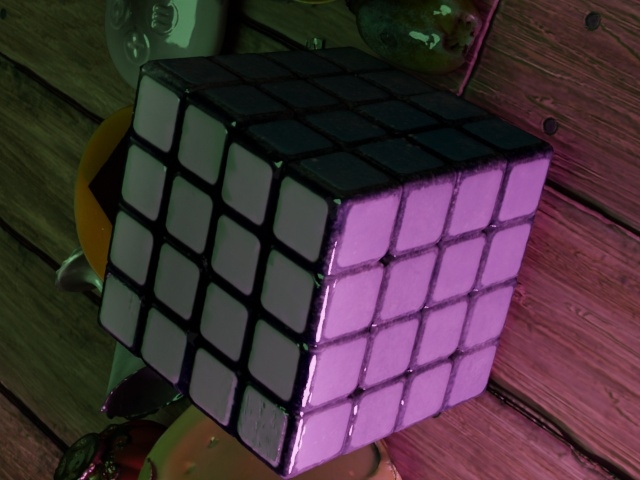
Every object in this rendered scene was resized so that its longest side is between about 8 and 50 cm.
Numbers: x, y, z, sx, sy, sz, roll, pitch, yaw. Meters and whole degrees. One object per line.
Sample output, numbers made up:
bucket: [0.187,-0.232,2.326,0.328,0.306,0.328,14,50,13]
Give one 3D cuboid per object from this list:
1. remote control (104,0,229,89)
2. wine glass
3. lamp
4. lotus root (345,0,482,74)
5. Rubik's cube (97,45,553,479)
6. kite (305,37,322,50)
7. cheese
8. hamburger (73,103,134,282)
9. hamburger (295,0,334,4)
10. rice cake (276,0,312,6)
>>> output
remote control: [-0.208,-0.359,1.866,0.221,0.103,0.332,14,100,38]
wine glass: [-0.281,0.120,1.934,0.156,0.156,0.232,-49,58,32]
lamp: [-0.264,0.359,1.888,0.227,0.227,0.227,3,94,41]
lotus root: [0.103,-0.262,1.607,0.192,0.088,0.113,28,94,38]
Rubik's cube: [0.000,0.000,1.518,0.337,0.344,0.343,32,123,35]
kite: [-0.013,-0.127,1.766,0.323,0.013,0.267,5,97,39]
cheese: [-0.074,0.284,1.669,0.259,0.316,0.128,56,162,26]
hamburger: [-0.192,-0.052,1.818,0.300,0.176,0.300,1,91,42]
hamburger: [0.016,-0.418,1.540,0.274,0.212,0.274,25,136,26]
rice cake: [-0.036,-0.403,1.702,0.038,0.124,0.211,31,109,53]
